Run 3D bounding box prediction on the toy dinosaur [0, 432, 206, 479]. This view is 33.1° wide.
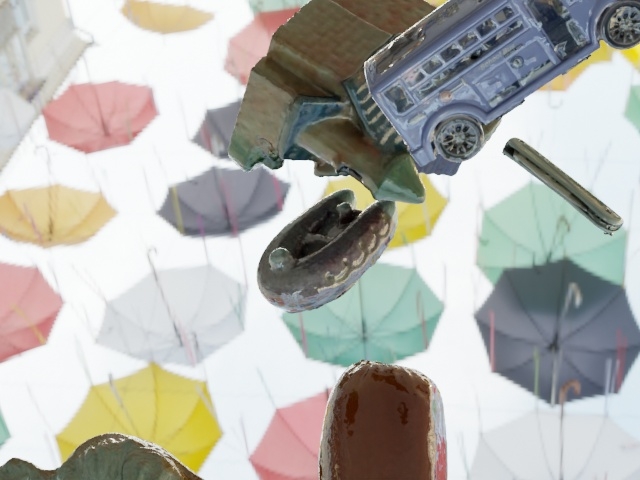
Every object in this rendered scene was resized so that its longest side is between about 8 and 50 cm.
[{"bbox_3d":[-0.169,0.297,1.147,0.393,0.092,0.205,-14,-109,8],"label":"toy dinosaur"}]

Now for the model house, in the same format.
[{"bbox_3d":[0.078,-0.170,1.417,0.280,0.245,0.312,34,-132,8],"label":"model house"}]

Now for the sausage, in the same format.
[{"bbox_3d":[0.046,0.227,0.714,0.089,0.083,0.300,-6,-102,10],"label":"sausage"}]

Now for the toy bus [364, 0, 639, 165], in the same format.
[{"bbox_3d":[0.110,-0.118,0.628,0.167,0.076,0.073,-35,-157,15],"label":"toy bus"}]

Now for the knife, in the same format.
[{"bbox_3d":[0.266,-0.063,1.197,0.162,0.023,0.044,44,-154,27],"label":"knife"}]

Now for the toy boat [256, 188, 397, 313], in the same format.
[{"bbox_3d":[0.000,0.000,1.469,0.155,0.085,0.227,16,-128,43],"label":"toy boat"}]
